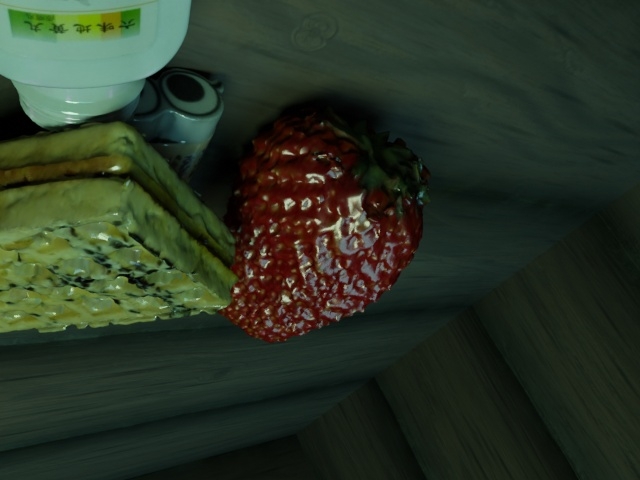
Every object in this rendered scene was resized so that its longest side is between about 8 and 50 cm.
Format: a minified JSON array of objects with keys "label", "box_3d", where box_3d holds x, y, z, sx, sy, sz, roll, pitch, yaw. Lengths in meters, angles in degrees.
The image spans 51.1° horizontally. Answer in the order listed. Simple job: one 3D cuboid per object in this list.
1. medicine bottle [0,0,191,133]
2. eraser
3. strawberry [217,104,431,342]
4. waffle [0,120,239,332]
[{"label":"medicine bottle","box_3d":[-0.190,-0.224,0.514,0.179,0.124,0.324,-11,150,-23]},{"label":"eraser","box_3d":[-0.233,-0.075,0.808,0.171,0.087,0.290,-9,151,-38]},{"label":"strawberry","box_3d":[0.000,0.000,0.945,0.312,0.267,0.351,3,124,-56]},{"label":"waffle","box_3d":[-0.299,0.011,0.696,0.376,0.114,0.261,-7,152,14]}]
